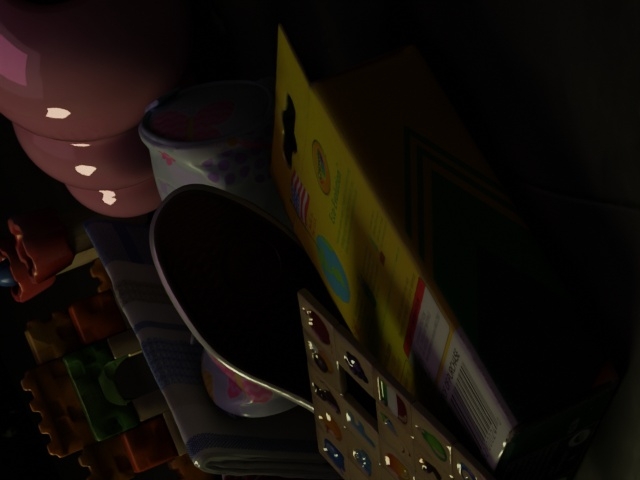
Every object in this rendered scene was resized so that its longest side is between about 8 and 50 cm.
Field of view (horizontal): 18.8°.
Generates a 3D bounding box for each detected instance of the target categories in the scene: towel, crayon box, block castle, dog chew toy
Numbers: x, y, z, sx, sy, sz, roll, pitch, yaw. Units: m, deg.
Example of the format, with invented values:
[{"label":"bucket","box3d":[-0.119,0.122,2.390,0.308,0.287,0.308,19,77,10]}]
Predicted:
[{"label":"towel","box3d":[-0.082,0.097,1.711,0.034,0.209,0.285,-52,50,28]},{"label":"crayon box","box3d":[0.068,0.017,1.276,0.318,0.081,0.202,60,163,23]},{"label":"block castle","box3d":[-0.257,0.180,2.332,0.453,0.212,0.303,68,164,2]},{"label":"dog chew toy","box3d":[-0.202,-0.141,1.772,0.207,0.206,0.332,57,169,34]}]

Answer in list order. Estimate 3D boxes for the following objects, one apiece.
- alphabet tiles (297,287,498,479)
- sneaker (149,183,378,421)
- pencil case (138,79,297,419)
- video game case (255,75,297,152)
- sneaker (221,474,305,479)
[{"label":"alphabet tiles","box3d":[0.056,0.163,1.312,0.198,0.009,0.237,44,157,32]},{"label":"sneaker","box3d":[-0.019,0.069,1.456,0.290,0.106,0.123,44,178,-10]},{"label":"pencil case","box3d":[-0.065,0.007,1.555,0.124,0.113,0.273,24,135,45]},{"label":"video game case","box3d":[0.000,0.000,1.590,0.193,0.023,0.212,56,160,36]},{"label":"sneaker","box3d":[-0.065,0.276,2.053,0.093,0.088,0.225,-132,25,-54]}]
